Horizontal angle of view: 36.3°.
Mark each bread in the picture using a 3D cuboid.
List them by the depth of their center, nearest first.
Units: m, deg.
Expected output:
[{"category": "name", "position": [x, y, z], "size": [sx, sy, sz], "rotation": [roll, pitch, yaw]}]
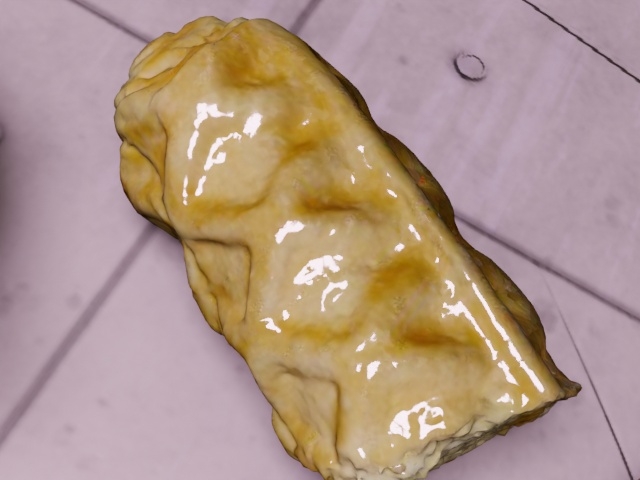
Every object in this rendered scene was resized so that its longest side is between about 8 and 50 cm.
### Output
[{"category": "bread", "position": [0.000, 0.000, 0.493], "size": [0.268, 0.130, 0.152], "rotation": [55, 27, 16]}]

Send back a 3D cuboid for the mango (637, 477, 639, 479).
[{"category": "mango", "position": [0.211, 0.195, 0.429], "size": [0.201, 0.153, 0.287], "rotation": [33, 57, 14]}]
